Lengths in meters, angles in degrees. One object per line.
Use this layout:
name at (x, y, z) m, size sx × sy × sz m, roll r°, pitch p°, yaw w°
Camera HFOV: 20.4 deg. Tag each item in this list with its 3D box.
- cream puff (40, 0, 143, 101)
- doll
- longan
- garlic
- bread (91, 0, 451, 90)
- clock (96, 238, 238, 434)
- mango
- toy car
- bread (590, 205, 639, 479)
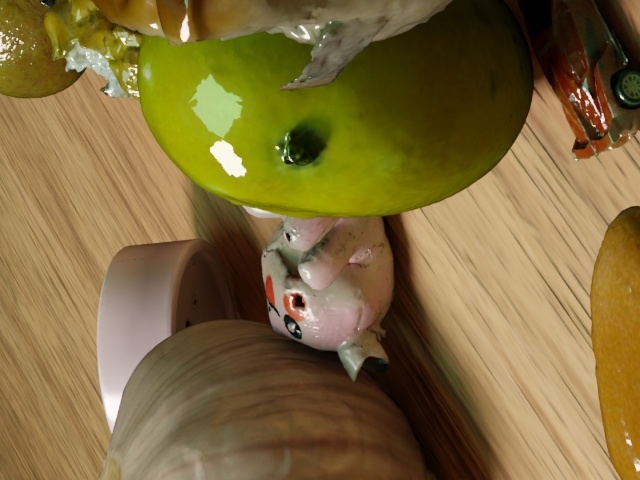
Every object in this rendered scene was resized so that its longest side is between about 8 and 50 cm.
cream puff at (-0.124, -0.161, 1.363) m, size 0.156 × 0.121 × 0.156 m, roll 25°, pitch 177°, yaw 2°
doll at (0.000, 0.000, 1.262) m, size 0.149 × 0.095 × 0.192 m, roll 50°, pitch 155°, yaw 47°
longan at (-0.258, -0.200, 1.605) m, size 0.155 × 0.176 × 0.145 m, roll 75°, pitch -149°, yaw -81°
garlic at (-0.033, 0.221, 1.328) m, size 0.317 × 0.259 × 0.317 m, roll 167°, pitch 90°, yaw -77°
bread at (0.008, -0.209, 0.738) m, size 0.250 × 0.225 × 0.279 m, roll -122°, pitch 48°, yaw -58°
clock at (-0.126, 0.098, 1.528) m, size 0.197 × 0.068 × 0.197 m, roll -5°, pitch -90°, yaw -76°
mango at (0.022, -0.091, 0.953) m, size 0.185 × 0.273 × 0.149 m, roll 16°, pitch 104°, yaw 34°
toy car at (0.133, -0.105, 0.939) m, size 0.122 × 0.035 × 0.059 m, roll 64°, pitch 161°, yaw 1°
bread at (0.225, 0.077, 0.803) m, size 0.245 × 0.121 × 0.174 m, roll 35°, pitch 143°, yaw 55°
